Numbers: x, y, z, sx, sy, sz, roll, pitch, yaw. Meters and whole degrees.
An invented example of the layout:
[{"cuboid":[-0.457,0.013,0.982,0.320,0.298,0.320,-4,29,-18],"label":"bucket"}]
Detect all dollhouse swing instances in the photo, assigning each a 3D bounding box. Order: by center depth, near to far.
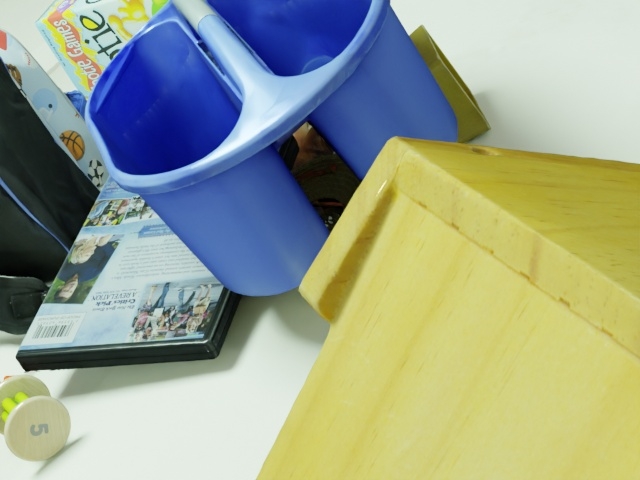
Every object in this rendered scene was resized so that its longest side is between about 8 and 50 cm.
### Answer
[{"cuboid":[0.149,0.142,0.780,0.315,0.305,0.347,5,17,-26],"label":"dollhouse swing"}]

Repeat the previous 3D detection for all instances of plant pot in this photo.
[{"cuboid":[0.080,-0.115,1.219,0.083,0.081,0.081,-34,29,12],"label":"plant pot"}]

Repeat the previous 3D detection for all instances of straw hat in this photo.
[{"cuboid":[0.000,0.000,1.123,0.144,0.061,0.144,-27,30,17],"label":"straw hat"}]

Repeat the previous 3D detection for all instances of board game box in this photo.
[{"cuboid":[-0.135,-0.237,1.530,0.275,0.144,0.142,-8,36,35],"label":"board game box"}]

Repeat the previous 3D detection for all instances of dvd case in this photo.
[{"cuboid":[-0.131,0.007,1.213,0.180,0.022,0.253,-5,41,24],"label":"dvd case"}]

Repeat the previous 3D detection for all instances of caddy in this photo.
[{"cuboid":[-0.052,-0.116,1.100,0.241,0.179,0.341,-37,28,-1],"label":"caddy"}]

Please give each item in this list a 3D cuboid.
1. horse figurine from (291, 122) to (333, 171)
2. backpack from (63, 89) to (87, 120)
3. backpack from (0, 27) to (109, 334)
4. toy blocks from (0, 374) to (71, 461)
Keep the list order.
[{"cuboid":[-0.081,-0.134,1.366,0.263,0.066,0.174,-4,71,30],"label":"horse figurine"},{"cuboid":[-0.275,-0.108,1.504,0.098,0.101,0.120,-16,28,11],"label":"backpack"},{"cuboid":[-0.344,-0.054,1.336,0.263,0.276,0.213,-19,26,32],"label":"backpack"},{"cuboid":[-0.274,0.147,1.155,0.123,0.054,0.148,-40,30,-15],"label":"toy blocks"}]
